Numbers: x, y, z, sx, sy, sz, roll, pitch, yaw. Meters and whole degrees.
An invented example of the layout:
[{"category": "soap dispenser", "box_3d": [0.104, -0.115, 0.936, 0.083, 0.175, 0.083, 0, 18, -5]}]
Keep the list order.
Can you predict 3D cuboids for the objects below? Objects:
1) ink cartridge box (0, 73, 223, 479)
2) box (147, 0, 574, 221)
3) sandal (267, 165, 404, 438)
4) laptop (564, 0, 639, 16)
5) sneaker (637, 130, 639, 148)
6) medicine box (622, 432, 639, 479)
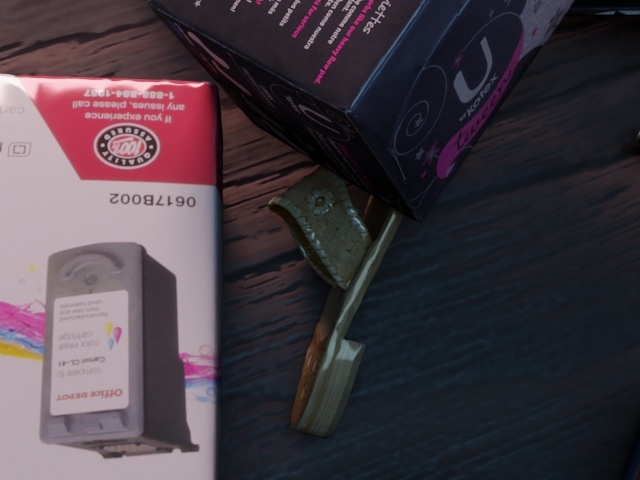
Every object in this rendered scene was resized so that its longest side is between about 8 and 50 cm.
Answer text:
[{"category": "ink cartridge box", "box_3d": [-0.167, 0.066, 0.563, 0.226, 0.131, 0.306, 1, 64, -8]}, {"category": "box", "box_3d": [0.056, -0.163, 0.569, 0.142, 0.163, 0.247, 34, 85, 26]}, {"category": "sandal", "box_3d": [0.001, -0.001, 0.647, 0.079, 0.088, 0.239, 18, 82, -9]}, {"category": "laptop", "box_3d": [0.213, -0.382, 0.738, 0.382, 0.236, 0.407, 2, 50, 9]}, {"category": "sneaker", "box_3d": [0.283, -0.071, 0.717, 0.119, 0.042, 0.067, 25, 81, -9]}, {"category": "medicine box", "box_3d": [0.304, 0.268, 0.596, 0.289, 0.149, 0.263, 25, 77, -2]}]
